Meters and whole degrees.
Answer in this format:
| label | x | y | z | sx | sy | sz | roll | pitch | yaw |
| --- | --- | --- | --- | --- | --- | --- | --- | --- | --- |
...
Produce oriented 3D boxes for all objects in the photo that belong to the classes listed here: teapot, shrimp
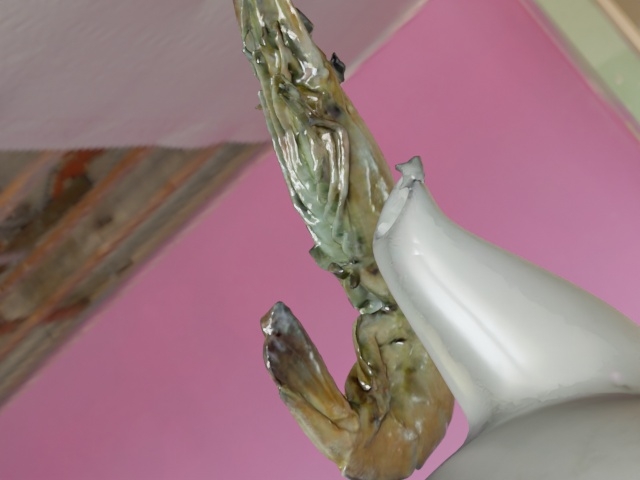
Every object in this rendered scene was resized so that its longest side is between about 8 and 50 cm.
| label | x | y | z | sx | sy | sz | roll | pitch | yaw |
| --- | --- | --- | --- | --- | --- | --- | --- | --- | --- |
| teapot | 0.067 | 0.169 | 0.345 | 0.280 | 0.423 | 0.252 | 12 | -30 | -17 |
| shrimp | 0.000 | 0.000 | 0.638 | 0.058 | 0.296 | 0.169 | -15 | 21 | 32 |
